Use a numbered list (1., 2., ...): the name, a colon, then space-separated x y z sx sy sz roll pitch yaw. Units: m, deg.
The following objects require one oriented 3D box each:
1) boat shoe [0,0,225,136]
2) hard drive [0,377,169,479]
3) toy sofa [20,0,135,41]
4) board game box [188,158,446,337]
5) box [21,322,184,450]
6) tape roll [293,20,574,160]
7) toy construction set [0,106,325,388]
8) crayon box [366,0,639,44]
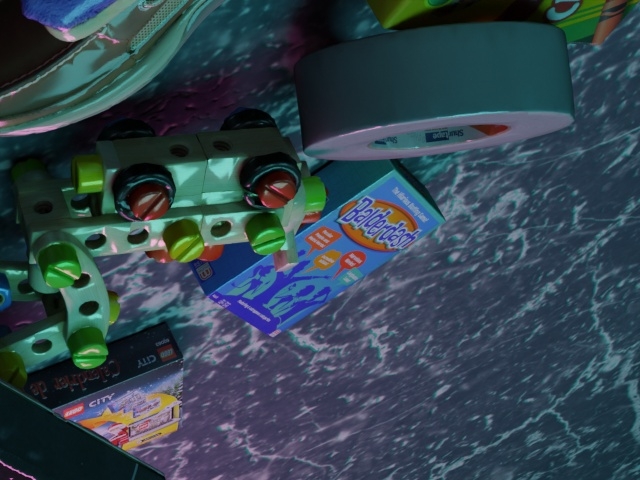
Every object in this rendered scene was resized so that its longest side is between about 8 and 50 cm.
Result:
1. boat shoe: -0.119 -0.192 1.139 0.324 0.123 0.116 -37 147 0
2. hard drive: -0.302 0.158 1.436 0.236 0.064 0.339 3 159 30
3. toy sofa: -0.049 -0.278 0.972 0.362 0.177 0.150 -26 154 -5
4. board game box: 0.000 0.000 1.666 0.210 0.047 0.160 -35 154 9
5. box: -0.248 0.175 1.732 0.233 0.044 0.159 -21 152 -17
6. tape roll: 0.090 -0.116 1.409 0.219 0.072 0.219 -6 175 0
7. toy construction set: -0.121 -0.004 1.416 0.327 0.151 0.215 -18 140 -31
8. crayon box: 0.158 -0.248 1.343 0.318 0.081 0.202 -2 144 -42
